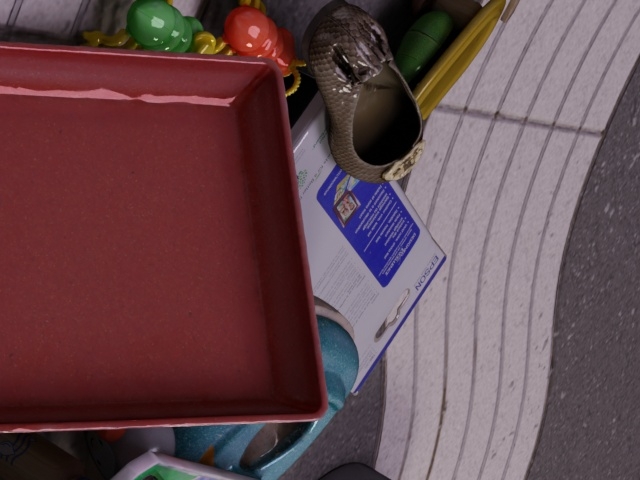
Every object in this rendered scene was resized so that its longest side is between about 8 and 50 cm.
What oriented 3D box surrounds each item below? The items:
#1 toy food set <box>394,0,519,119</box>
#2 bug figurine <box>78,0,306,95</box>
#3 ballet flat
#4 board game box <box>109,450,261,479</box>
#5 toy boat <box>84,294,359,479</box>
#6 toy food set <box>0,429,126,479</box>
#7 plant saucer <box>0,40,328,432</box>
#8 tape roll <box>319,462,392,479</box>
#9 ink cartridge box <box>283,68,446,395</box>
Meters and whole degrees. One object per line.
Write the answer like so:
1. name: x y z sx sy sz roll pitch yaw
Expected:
1. toy food set: 0.094 -0.172 1.733 0.218 0.071 0.128 -50 173 -18
2. bug figurine: -0.114 -0.080 1.459 0.279 0.072 0.216 -62 151 -1
3. ballet flat: 0.044 -0.104 1.562 0.084 0.058 0.250 -48 154 -12
4. board game box: -0.193 0.316 1.423 0.390 0.050 0.390 -44 164 1
5. toy boat: -0.103 0.145 1.545 0.267 0.148 0.318 -47 151 11
6. toy food set: -0.230 0.179 1.296 0.232 0.104 0.111 -43 146 -31
7. plant saucer: -0.133 0.001 1.310 0.258 0.048 0.259 1 72 -28
8. tape roll: 0.020 0.338 2.025 0.219 0.072 0.219 -38 142 -37
9. ink cartridge box: 0.000 0.000 1.719 0.165 0.065 0.333 -56 149 -12
